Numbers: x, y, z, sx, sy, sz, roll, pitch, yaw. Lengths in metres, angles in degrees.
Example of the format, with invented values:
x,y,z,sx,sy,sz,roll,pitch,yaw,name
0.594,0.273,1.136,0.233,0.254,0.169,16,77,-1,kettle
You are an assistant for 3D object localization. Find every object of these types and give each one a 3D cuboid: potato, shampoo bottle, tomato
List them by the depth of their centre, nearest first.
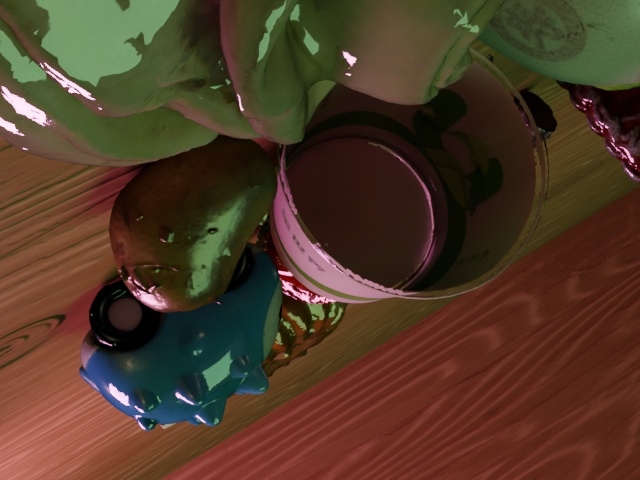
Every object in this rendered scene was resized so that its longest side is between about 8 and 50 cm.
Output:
x,y,z,sx,sy,sz,roll,pitch,yaw,name
-0.116,-0.021,1.112,0.176,0.137,0.137,-57,167,4,potato
0.000,0.000,1.533,0.159,0.139,0.091,-39,-169,45,tomato
0.215,-0.093,1.844,0.323,0.084,0.129,-43,169,37,shampoo bottle

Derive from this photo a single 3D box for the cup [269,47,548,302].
x,y,z,sx,sy,sz,roll,pitch,yaw,name
0.060,-0.045,1.240,0.253,0.253,0.274,-31,175,-16,cup

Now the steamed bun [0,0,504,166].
x,y,z,sx,sy,sz,roll,pitch,yaw,name
-0.038,-0.143,0.554,0.324,0.219,0.309,-30,168,-18,steamed bun

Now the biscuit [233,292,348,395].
x,y,z,sx,sy,sz,roll,pitch,yaw,name
-0.079,0.150,1.999,0.326,0.107,0.326,-33,172,-5,biscuit

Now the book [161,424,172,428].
x,y,z,sx,sy,sz,roll,pitch,yaw,name
-0.167,0.142,1.545,0.118,0.172,0.012,-28,137,-1,book

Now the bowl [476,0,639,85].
x,y,z,sx,sy,sz,roll,pitch,yaw,name
0.338,-0.266,1.177,0.435,0.196,0.435,-33,170,-7,bowl

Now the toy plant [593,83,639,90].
x,y,z,sx,sy,sz,roll,pitch,yaw,name
0.441,-0.265,1.414,0.316,0.184,0.224,5,-124,40,toy plant

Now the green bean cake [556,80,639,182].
x,y,z,sx,sy,sz,roll,pitch,yaw,name
0.425,-0.203,1.605,0.199,0.232,0.097,-33,173,13,green bean cake

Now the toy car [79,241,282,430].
x,y,z,sx,sy,sz,roll,pitch,yaw,name
-0.144,0.116,1.431,0.255,0.190,0.188,-33,168,-17,toy car

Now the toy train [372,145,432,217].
x,y,z,sx,sy,sz,roll,pitch,yaw,name
0.140,-0.086,1.581,0.154,0.115,0.269,-45,166,23,toy train
